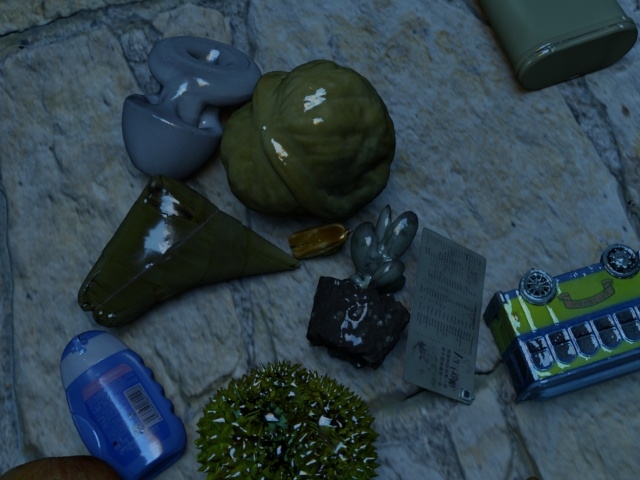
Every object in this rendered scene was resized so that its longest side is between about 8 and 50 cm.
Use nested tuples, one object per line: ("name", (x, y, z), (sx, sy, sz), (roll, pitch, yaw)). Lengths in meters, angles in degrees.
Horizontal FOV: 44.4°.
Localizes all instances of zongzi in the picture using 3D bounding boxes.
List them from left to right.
("zongzi", (-0.223, 0.070, 1.335), (0.300, 0.145, 0.274), (33, 86, -10))

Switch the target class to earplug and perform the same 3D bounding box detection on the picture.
("earplug", (-0.240, -0.256, 1.438), (0.214, 0.175, 0.326), (22, 61, 7))

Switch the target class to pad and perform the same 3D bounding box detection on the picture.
("pad", (0.211, 0.123, 1.295), (0.159, 0.009, 0.265), (23, 65, -30))

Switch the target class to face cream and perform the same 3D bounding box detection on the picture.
("face cream", (-0.331, 0.261, 1.268), (0.149, 0.083, 0.264), (-33, 71, -12))

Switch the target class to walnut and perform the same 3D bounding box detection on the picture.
("walnut", (-0.014, -0.162, 1.315), (0.282, 0.277, 0.253), (4, 88, 33))

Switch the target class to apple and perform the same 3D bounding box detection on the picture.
("apple", (-0.383, 0.415, 1.141), (0.211, 0.211, 0.188), (-9, 66, -2))

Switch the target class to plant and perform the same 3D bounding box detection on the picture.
("plant", (0.086, 0.072, 1.297), (0.146, 0.149, 0.275), (-1, 57, 42))

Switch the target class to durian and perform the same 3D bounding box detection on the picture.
("durian", (-0.058, 0.320, 1.174), (0.291, 0.224, 0.291), (20, 50, -26))

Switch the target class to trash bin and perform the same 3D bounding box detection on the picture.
("trash bin", (0.446, -0.440, 1.509), (0.243, 0.121, 0.247), (-18, 66, -5))

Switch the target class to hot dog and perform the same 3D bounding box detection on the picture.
("hot dog", (0.000, 0.000, 1.364), (0.133, 0.041, 0.056), (-15, 89, 33))

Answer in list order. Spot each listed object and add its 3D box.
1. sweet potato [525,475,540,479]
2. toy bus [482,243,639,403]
("sweet potato", (0.271, 0.474, 1.174), (0.078, 0.058, 0.255), (4, 57, 36))
("toy bus", (0.440, 0.129, 1.262), (0.312, 0.152, 0.190), (-17, 68, -5))
